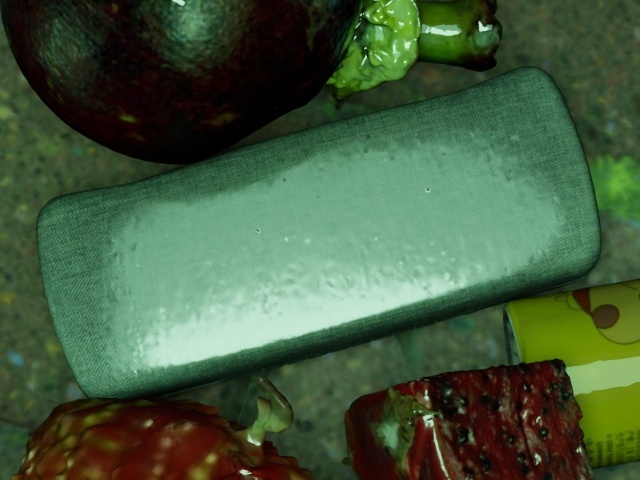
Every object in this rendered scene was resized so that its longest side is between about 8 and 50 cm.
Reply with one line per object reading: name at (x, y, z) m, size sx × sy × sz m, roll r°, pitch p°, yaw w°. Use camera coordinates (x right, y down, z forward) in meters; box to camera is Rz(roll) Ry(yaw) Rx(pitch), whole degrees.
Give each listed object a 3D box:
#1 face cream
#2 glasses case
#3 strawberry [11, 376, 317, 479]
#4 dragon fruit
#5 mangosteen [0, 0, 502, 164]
face cream at (0.284, 0.056, 1.079) m, size 0.349 × 0.105 × 0.105 m, roll -9°, pitch 82°, yaw 1°
glasses case at (0.000, 0.000, 1.110) m, size 0.323 × 0.074 × 0.131 m, roll -15°, pitch 83°, yaw 0°
strawberry at (-0.035, 0.225, 0.979) m, size 0.292 × 0.292 × 0.343 m, roll -23°, pitch 84°, yaw -1°
dragon fruit at (0.066, 0.132, 1.013) m, size 0.127 × 0.161 × 0.120 m, roll -4°, pitch 81°, yaw -32°
mangosteen at (-0.034, -0.141, 1.063) m, size 0.289 × 0.231 × 0.231 m, roll 23°, pitch 84°, yaw -9°
